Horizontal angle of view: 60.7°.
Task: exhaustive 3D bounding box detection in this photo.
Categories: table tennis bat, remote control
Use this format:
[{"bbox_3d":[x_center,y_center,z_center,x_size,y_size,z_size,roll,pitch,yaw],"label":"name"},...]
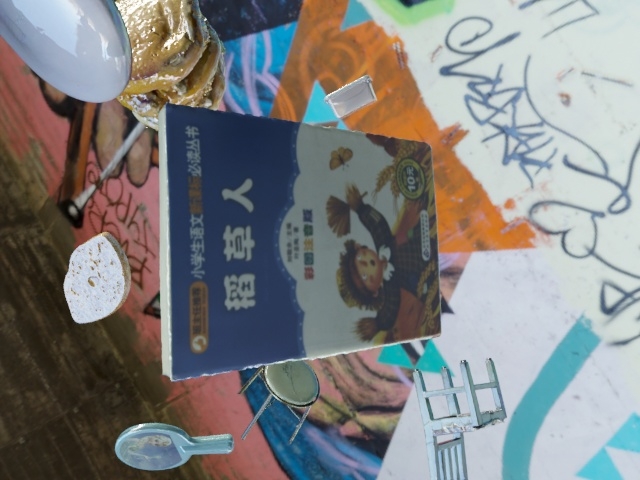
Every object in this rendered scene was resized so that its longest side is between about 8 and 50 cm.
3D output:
[{"bbox_3d":[-0.296,0.422,1.118,0.237,0.149,0.038,0,-145,-7],"label":"table tennis bat"},{"bbox_3d":[-0.352,-0.309,0.642,0.103,0.221,0.332,-48,-67,-31],"label":"remote control"}]

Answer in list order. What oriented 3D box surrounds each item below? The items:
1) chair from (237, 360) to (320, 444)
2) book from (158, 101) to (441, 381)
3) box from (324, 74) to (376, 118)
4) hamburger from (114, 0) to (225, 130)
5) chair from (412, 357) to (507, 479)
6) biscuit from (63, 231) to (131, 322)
[{"bbox_3d":[-0.068,0.305,1.243,0.159,0.326,0.170,18,-147,-24],"label":"chair"},{"bbox_3d":[0.000,0.000,0.714,0.427,0.039,0.300,-1,-92,-37],"label":"book"},{"bbox_3d":[0.078,-0.345,1.329,0.062,0.122,0.089,63,-166,-6],"label":"box"},{"bbox_3d":[-0.297,-0.338,1.005,0.245,0.260,0.211,-62,-23,-9],"label":"hamburger"},{"bbox_3d":[0.309,0.396,1.164,0.136,0.147,0.271,11,-116,-45],"label":"chair"},{"bbox_3d":[-0.480,0.086,1.182,0.141,0.221,0.029,20,-165,4],"label":"biscuit"}]
